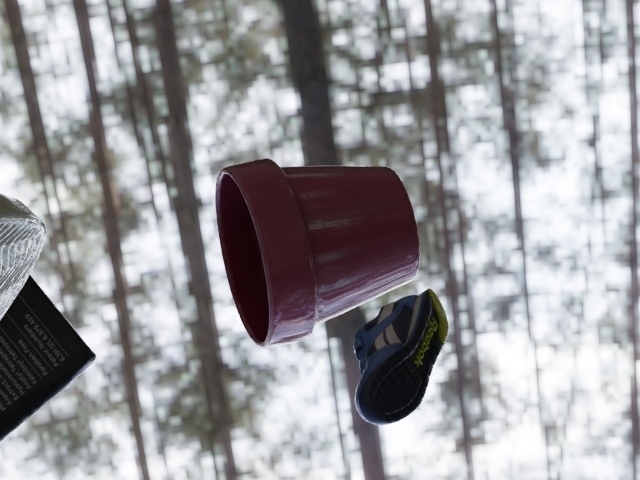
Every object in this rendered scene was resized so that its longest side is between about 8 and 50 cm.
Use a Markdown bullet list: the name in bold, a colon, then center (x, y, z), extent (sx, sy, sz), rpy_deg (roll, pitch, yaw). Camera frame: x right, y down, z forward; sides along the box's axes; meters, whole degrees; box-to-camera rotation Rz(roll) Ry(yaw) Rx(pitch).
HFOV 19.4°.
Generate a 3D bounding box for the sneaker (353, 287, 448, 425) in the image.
- **sneaker**: center (0.053, 0.096, 1.470), extent (0.059, 0.053, 0.144), rpy_deg (-10, -152, 31)

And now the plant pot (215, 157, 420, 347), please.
- **plant pot**: center (0.000, 0.000, 1.998), extent (0.180, 0.201, 0.201), rpy_deg (-13, -151, -14)

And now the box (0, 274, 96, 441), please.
- **box**: center (-0.383, 0.126, 1.484), extent (0.312, 0.179, 0.343), rpy_deg (-42, -170, -18)

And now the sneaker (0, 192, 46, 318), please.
- **sneaker**: center (-0.267, 0.000, 0.963), extent (0.148, 0.131, 0.350), rpy_deg (34, -172, 13)
